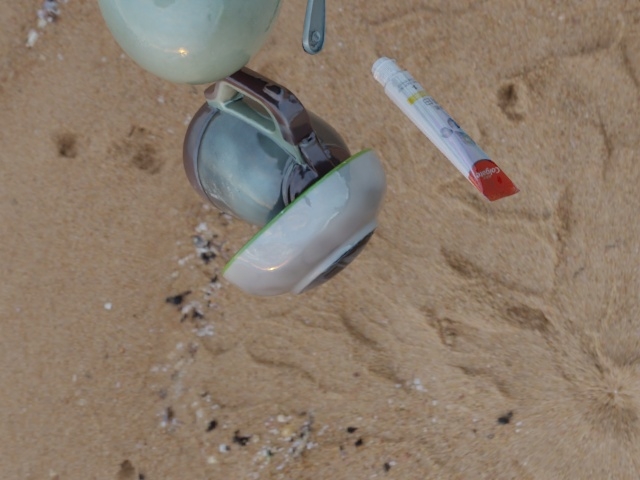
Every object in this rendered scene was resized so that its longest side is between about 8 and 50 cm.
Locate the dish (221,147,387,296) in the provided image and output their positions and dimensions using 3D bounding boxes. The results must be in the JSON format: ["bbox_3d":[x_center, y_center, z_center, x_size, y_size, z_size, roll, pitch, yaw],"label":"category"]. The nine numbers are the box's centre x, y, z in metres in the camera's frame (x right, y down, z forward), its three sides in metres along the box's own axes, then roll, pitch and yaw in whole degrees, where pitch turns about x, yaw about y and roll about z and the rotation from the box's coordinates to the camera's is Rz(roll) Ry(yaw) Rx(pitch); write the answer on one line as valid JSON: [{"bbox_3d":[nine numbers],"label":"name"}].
[{"bbox_3d":[0.000,0.000,1.350,0.324,0.324,0.124,-40,86,9],"label":"dish"}]

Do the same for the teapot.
[{"bbox_3d":[-0.077,-0.155,1.393,0.233,0.315,0.312,-41,39,-19],"label":"teapot"}]

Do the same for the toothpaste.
[{"bbox_3d":[0.114,-0.108,0.791,0.190,0.048,0.031,51,135,23],"label":"toothpaste"}]

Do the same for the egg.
[{"bbox_3d":[-0.186,-0.391,1.194,0.276,0.276,0.389,-19,50,15],"label":"egg"}]

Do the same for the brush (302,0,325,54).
[{"bbox_3d":[0.015,-0.426,1.225,0.060,0.068,0.297,10,101,33],"label":"brush"}]
